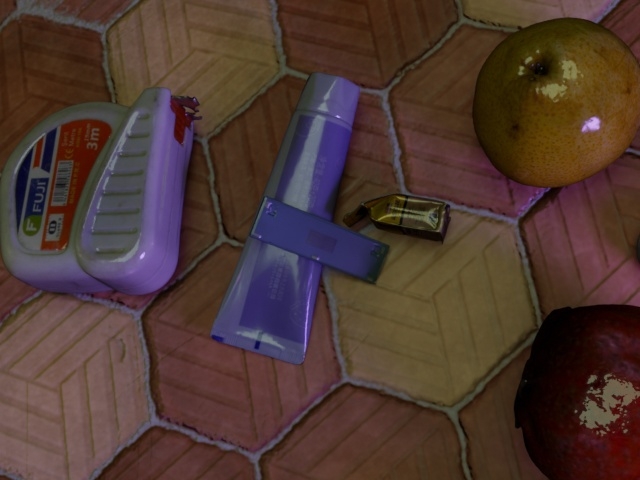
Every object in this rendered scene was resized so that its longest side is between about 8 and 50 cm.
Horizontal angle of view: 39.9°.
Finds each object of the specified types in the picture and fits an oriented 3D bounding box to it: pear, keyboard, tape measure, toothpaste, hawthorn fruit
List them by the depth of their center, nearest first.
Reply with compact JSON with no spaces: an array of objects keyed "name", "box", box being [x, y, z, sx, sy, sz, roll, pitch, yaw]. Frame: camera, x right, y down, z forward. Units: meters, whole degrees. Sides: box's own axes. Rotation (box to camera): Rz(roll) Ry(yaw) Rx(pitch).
[{"name":"hawthorn fruit","box":[0.339,0.179,0.960,0.250,0.215,0.215,11,78,3]},{"name":"pear","box":[0.283,-0.165,1.053,0.209,0.209,0.208,-3,75,10]},{"name":"keyboard","box":[0.000,0.000,1.113,0.176,0.014,0.055,21,87,-15]},{"name":"toothpaste","box":[-0.034,-0.034,1.144,0.125,0.080,0.371,15,83,3]},{"name":"tape measure","box":[-0.290,-0.060,1.171,0.265,0.130,0.258,-1,73,16]}]

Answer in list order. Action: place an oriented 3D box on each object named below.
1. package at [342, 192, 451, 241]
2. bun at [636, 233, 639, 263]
[{"name":"package","box":[0.098,-0.031,1.119,0.131,0.071,0.047,10,83,14]},{"name":"bun","box":[0.420,0.013,1.062,0.083,0.045,0.083,-2,78,9]}]
